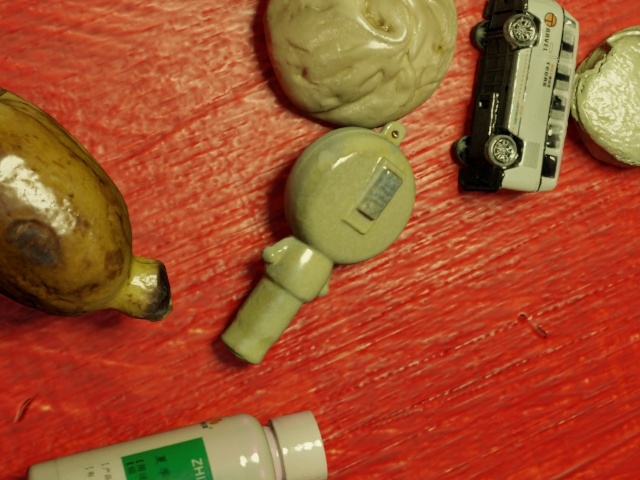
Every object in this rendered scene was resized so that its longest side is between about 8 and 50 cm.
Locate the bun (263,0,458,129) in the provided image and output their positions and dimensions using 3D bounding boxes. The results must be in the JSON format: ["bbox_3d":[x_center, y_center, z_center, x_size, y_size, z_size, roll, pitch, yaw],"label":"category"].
[{"bbox_3d":[0.043,-0.186,1.202,0.183,0.102,0.183,-1,96,-12],"label":"bun"}]

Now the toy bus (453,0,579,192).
[{"bbox_3d":[0.188,-0.137,1.249,0.089,0.087,0.194,8,91,-20],"label":"toy bus"}]

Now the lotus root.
[{"bbox_3d":[-0.251,-0.030,1.108,0.314,0.169,0.141,43,96,-12],"label":"lotus root"}]

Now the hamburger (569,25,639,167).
[{"bbox_3d":[0.307,-0.137,1.286,0.140,0.062,0.133,-37,99,-6],"label":"hamburger"}]

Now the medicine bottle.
[{"bbox_3d":[-0.126,0.213,1.188,0.260,0.095,0.095,-14,96,-12],"label":"medicine bottle"}]

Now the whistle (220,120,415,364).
[{"bbox_3d":[0.000,0.000,1.211,0.126,0.067,0.258,35,93,-35],"label":"whistle"}]
